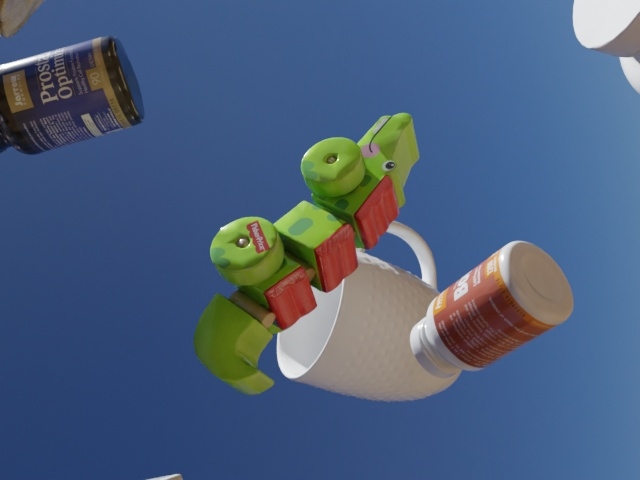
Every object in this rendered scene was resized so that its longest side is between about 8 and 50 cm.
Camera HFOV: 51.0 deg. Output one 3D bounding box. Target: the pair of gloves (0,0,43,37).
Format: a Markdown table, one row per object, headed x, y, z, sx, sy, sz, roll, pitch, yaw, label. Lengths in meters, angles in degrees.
| x | y | z | sx | sy | sz | roll | pitch | yaw | label |
| --- | --- | --- | --- | --- | --- | --- | --- | --- | --- |
| -0.204 | -0.212 | 0.420 | 0.042 | 0.240 | 0.204 | 16 | -122 | -10 | pair of gloves |

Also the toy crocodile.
| x | y | z | sx | sy | sz | roll | pitch | yaw | label |
| --- | --- | --- | --- | --- | --- | --- | --- | --- | --- |
| 0.000 | 0.000 | 0.670 | 0.340 | 0.105 | 0.115 | -46 | -36 | -24 | toy crocodile |

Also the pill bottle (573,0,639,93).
| x | y | z | sx | sy | sz | roll | pitch | yaw | label |
| --- | --- | --- | --- | --- | --- | --- | --- | --- | --- |
| 0.388 | -0.182 | 0.558 | 0.322 | 0.181 | 0.182 | 12 | -106 | -11 | pill bottle |

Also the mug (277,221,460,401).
| x | y | z | sx | sy | sz | roll | pitch | yaw | label |
| --- | --- | --- | --- | --- | --- | --- | --- | --- | --- |
| 0.128 | 0.139 | 1.363 | 0.328 | 0.276 | 0.374 | 20 | -111 | -22 | mug |

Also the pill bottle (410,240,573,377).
| x | y | z | sx | sy | sz | roll | pitch | yaw | label |
| --- | --- | --- | --- | --- | --- | --- | --- | --- | --- |
| 0.224 | 0.104 | 0.918 | 0.121 | 0.216 | 0.121 | 22 | -134 | -24 | pill bottle |

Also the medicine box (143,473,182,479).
| x | y | z | sx | sy | sz | roll | pitch | yaw | label |
| --- | --- | --- | --- | --- | --- | --- | --- | --- | --- |
| -0.283 | 0.439 | 0.755 | 0.289 | 0.149 | 0.264 | -5 | -106 | -41 | medicine box |

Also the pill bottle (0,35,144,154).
| x | y | z | sx | sy | sz | roll | pitch | yaw | label |
| --- | --- | --- | --- | --- | --- | --- | --- | --- | --- |
| -0.357 | -0.185 | 0.892 | 0.123 | 0.219 | 0.123 | 163 | 90 | -87 | pill bottle |
